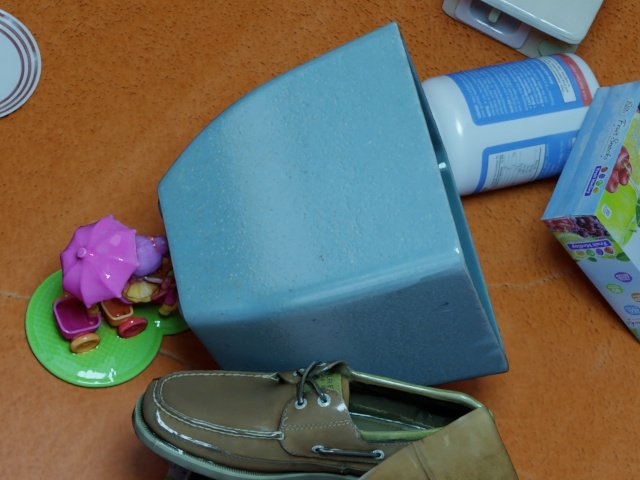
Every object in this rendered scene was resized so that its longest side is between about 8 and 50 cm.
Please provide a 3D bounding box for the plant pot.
[{"bbox_3d":[0.000,0.000,1.652,0.252,0.248,0.247,-17,61,7],"label":"plant pot"}]

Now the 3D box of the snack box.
[{"bbox_3d":[0.320,-0.024,1.827,0.207,0.070,0.174,47,54,-33],"label":"snack box"}]

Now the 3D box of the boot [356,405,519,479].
[{"bbox_3d":[0.188,0.259,1.502,0.264,0.096,0.280,-28,60,-2],"label":"boot"}]

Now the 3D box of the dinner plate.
[{"bbox_3d":[-0.349,-0.175,1.858,0.141,0.017,0.141,5,62,-9],"label":"dinner plate"}]

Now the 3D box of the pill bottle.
[{"bbox_3d":[0.162,-0.111,1.871,0.221,0.124,0.124,-11,65,-18],"label":"pill bottle"}]

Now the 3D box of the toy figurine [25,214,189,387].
[{"bbox_3d":[-0.178,0.037,1.699,0.173,0.159,0.130,-16,67,-20],"label":"toy figurine"}]

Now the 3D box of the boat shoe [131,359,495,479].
[{"bbox_3d":[-0.002,0.146,1.594,0.307,0.104,0.111,10,40,-16],"label":"boat shoe"}]

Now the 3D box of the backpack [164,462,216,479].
[{"bbox_3d":[-0.080,0.191,1.671,0.084,0.105,0.114,37,50,12],"label":"backpack"}]

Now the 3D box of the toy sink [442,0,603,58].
[{"bbox_3d":[0.228,-0.281,1.973,0.153,0.131,0.234,26,55,3],"label":"toy sink"}]
